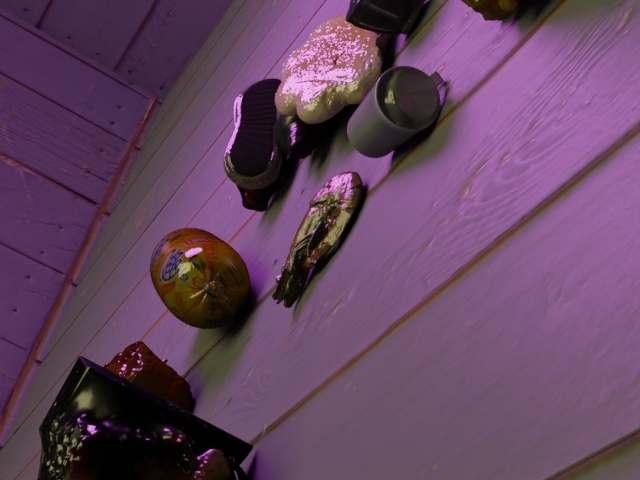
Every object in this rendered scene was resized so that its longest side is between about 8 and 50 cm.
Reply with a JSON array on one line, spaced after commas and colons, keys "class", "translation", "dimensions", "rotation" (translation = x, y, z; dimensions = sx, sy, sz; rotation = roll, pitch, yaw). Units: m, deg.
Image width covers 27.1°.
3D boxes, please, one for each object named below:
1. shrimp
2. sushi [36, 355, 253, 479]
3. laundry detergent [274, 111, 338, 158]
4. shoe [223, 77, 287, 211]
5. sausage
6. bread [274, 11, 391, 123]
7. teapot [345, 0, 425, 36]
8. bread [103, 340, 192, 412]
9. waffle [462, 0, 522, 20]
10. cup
[{"class": "shrimp", "translation": [0.000, 0.000, 1.548], "dimensions": [0.180, 0.041, 0.099], "rotation": [-60, 28, 0]}, {"class": "sushi", "translation": [-0.186, 0.270, 1.281], "dimensions": [0.227, 0.215, 0.212], "rotation": [-62, 14, -6]}, {"class": "laundry detergent", "translation": [-0.013, -0.191, 1.869], "dimensions": [0.144, 0.078, 0.222], "rotation": [-45, 20, 27]}, {"class": "shoe", "translation": [-0.088, -0.143, 2.003], "dimensions": [0.112, 0.099, 0.227], "rotation": [89, -169, -47]}, {"class": "sausage", "translation": [-0.173, 0.050, 1.867], "dimensions": [0.123, 0.123, 0.347], "rotation": [-61, 13, -1]}, {"class": "bread", "translation": [0.016, -0.242, 1.799], "dimensions": [0.181, 0.039, 0.251], "rotation": [-20, 33, 23]}, {"class": "teapot", "translation": [0.095, -0.316, 1.708], "dimensions": [0.124, 0.090, 0.092], "rotation": [-51, 16, 54]}, {"class": "bread", "translation": [-0.274, 0.247, 1.809], "dimensions": [0.246, 0.135, 0.232], "rotation": [-35, 29, 62]}, {"class": "waffle", "translation": [0.212, -0.378, 1.298], "dimensions": [0.324, 0.151, 0.261], "rotation": [-59, 11, 15]}, {"class": "cup", "translation": [0.088, -0.146, 1.462], "dimensions": [0.104, 0.074, 0.116], "rotation": [-41, 0, -25]}]
